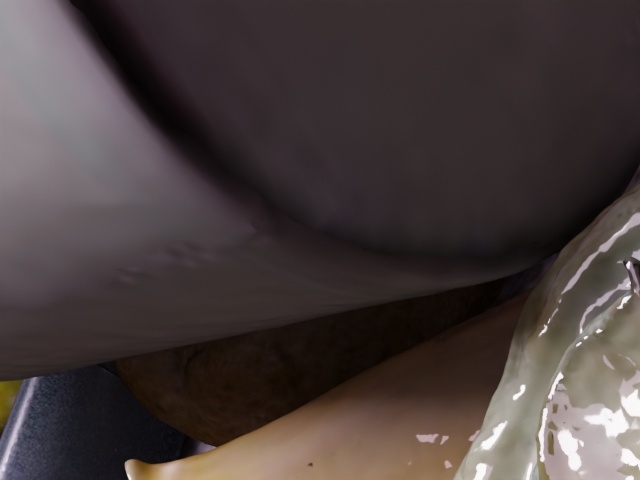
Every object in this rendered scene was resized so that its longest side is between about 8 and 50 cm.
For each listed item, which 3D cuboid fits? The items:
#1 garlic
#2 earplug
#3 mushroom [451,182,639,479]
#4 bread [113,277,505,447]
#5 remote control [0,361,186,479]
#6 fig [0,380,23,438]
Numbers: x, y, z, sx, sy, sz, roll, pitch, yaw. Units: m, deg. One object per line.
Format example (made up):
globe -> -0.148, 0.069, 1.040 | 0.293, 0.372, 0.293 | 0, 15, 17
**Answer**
garlic -> 0.044, 0.102, 0.718 | 0.245, 0.164, 0.145 | -34, 20, 8
earplug -> -0.106, -0.098, 0.717 | 0.394, 0.313, 0.312 | -18, 49, 45
mushroom -> 0.135, 0.112, 0.593 | 0.164, 0.190, 0.267 | -32, 61, 41
bread -> 0.000, 0.000, 0.886 | 0.230, 0.123, 0.230 | -31, 37, 27
remote control -> -0.103, 0.059, 0.966 | 0.044, 0.107, 0.377 | -11, 54, 47
fig -> -0.167, 0.018, 1.046 | 0.148, 0.142, 0.186 | -48, 15, 39
